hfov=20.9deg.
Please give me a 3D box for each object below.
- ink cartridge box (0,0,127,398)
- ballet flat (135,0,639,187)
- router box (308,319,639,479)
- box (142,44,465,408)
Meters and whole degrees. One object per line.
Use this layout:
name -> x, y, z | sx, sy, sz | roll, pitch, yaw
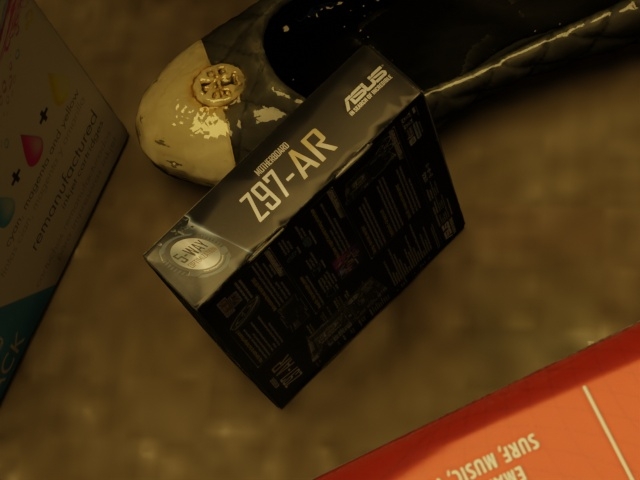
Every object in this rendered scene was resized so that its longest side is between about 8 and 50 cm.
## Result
ink cartridge box -> -0.113, -0.024, 0.377 | 0.062, 0.181, 0.104 | 18, 75, 18
ballet flat -> 0.033, -0.060, 0.431 | 0.173, 0.049, 0.057 | -21, 66, 4
router box -> 0.131, 0.150, 0.313 | 0.335, 0.082, 0.301 | -26, 66, 1
box -> 0.000, 0.000, 0.397 | 0.067, 0.083, 0.018 | -44, 68, -5
